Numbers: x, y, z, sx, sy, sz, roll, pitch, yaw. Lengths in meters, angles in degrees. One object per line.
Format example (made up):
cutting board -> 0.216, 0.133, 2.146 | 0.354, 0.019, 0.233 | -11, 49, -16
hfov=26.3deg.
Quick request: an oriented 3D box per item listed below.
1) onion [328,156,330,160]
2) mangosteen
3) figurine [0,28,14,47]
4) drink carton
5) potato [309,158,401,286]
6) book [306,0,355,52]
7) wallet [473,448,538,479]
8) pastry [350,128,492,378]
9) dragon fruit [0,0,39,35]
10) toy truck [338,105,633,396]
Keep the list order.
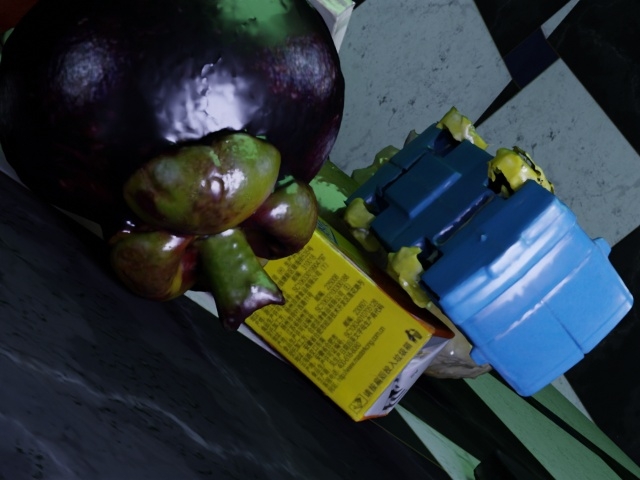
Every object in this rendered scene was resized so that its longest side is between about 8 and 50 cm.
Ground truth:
onion -> -0.076, -0.078, 1.780 | 0.198, 0.173, 0.135 | -19, 60, -32
mangosteen -> -0.098, -0.080, 1.026 | 0.287, 0.233, 0.287 | 29, -37, 26
figurine -> -0.306, -0.307, 1.678 | 0.323, 0.196, 0.320 | -3, 86, -71
drink carton -> -0.049, 0.011, 1.267 | 0.351, 0.111, 0.154 | 42, 5, 13
potato -> 0.000, 0.000, 1.501 | 0.251, 0.159, 0.174 | 52, 39, -1
book -> -0.079, -0.172, 1.147 | 0.215, 0.025, 0.283 | 39, -26, 12
wallet -> 0.305, 0.347, 1.310 | 0.377, 0.051, 0.197 | 41, 2, -5
pastry -> 0.130, 0.031, 1.742 | 0.329, 0.136, 0.330 | 18, 52, -24
dragon fruit -> -0.360, -0.356, 1.282 | 0.226, 0.305, 0.305 | 26, 13, -40
toy truck -> 0.142, 0.000, 1.260 | 0.162, 0.161, 0.385 | 47, 1, -18
